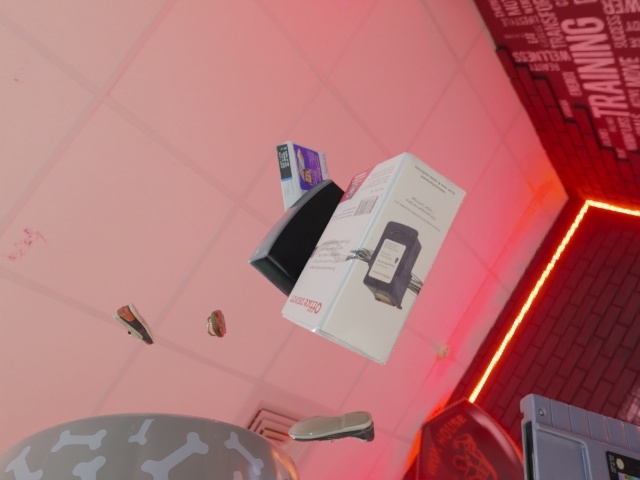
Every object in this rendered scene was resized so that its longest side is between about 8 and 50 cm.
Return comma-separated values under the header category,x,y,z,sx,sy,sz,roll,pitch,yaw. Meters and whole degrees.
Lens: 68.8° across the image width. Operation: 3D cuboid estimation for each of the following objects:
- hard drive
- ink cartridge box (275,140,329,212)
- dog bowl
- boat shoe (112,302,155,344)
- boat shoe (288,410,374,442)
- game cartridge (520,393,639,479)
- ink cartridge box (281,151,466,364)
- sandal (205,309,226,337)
category,x,y,z,sx,sy,sz,roll,pitch,yaw
hard drive,0.000,0.000,0.887,0.172,0.054,0.255,42,-126,-4
ink cartridge box,-0.025,-0.105,1.051,0.208,0.045,0.207,-9,-91,-68
dog bowl,-0.171,0.292,0.462,0.347,0.102,0.349,-4,-48,-4
boat shoe,-0.399,0.187,1.011,0.043,0.049,0.137,-30,-40,-16
boat shoe,0.026,0.449,1.084,0.205,0.075,0.065,-14,-76,15
game cartridge,0.451,0.452,0.759,0.068,0.229,0.355,104,-179,-51
ink cartridge box,0.061,0.023,0.617,0.100,0.172,0.237,31,-101,-14
sandal,-0.287,0.229,1.271,0.048,0.180,0.072,-7,-100,-8
